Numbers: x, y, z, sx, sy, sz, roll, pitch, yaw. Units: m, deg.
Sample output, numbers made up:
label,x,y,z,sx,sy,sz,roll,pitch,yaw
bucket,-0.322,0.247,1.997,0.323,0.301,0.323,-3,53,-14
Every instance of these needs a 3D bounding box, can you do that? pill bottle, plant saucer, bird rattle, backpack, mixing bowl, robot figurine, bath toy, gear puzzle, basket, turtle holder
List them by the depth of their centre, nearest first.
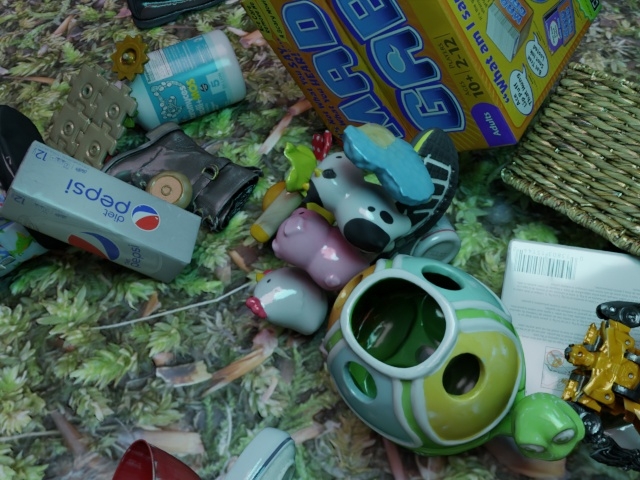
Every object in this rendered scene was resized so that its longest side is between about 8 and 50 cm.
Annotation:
label,x,y,z,sx,sy,sz,roll,pitch,yaw
robot figurine,0.430,0.201,0.804,0.291,0.085,0.211,26,77,7
mixing bowl,-0.198,0.347,0.815,0.098,0.181,0.182,21,48,-28
turtle holder,0.137,0.160,0.820,0.243,0.227,0.320,-29,59,6
bath toy,0.000,0.000,0.919,0.129,0.348,0.151,0,48,-40
basket,0.475,-0.102,1.019,0.299,0.213,0.223,38,101,42
pill bottle,0.155,-0.034,1.070,0.087,0.087,0.160,-21,54,-7
bird rattle,-0.041,-0.088,1.088,0.207,0.143,0.253,-44,14,11
backpack,-0.635,-0.040,1.107,0.355,0.273,0.290,-32,71,9
plant saucer,-0.262,-0.084,1.129,0.083,0.015,0.084,0,75,2
gear puzzle,-0.409,-0.226,1.216,0.175,0.044,0.339,36,103,23
pill bottle,-0.290,-0.304,1.295,0.264,0.146,0.146,-22,54,-7

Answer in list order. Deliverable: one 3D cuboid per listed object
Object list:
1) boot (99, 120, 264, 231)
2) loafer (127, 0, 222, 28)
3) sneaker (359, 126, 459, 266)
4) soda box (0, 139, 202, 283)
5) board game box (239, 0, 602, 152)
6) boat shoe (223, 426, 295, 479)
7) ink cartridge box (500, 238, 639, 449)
label,x,y,z,sx,sy,sz,roll,pitch,yaw
boot,-0.259,-0.085,1.172,0.229,0.091,0.263,36,73,20
loafer,-0.310,-0.598,1.543,0.302,0.095,0.109,-30,56,-14
sneaker,0.097,-0.039,0.990,0.121,0.111,0.300,48,116,47
soda box,-0.341,-0.037,1.044,0.286,0.091,0.098,25,51,-24
board game box,0.169,-0.385,1.076,0.356,0.357,0.356,0,45,51
boat shoe,-0.076,0.408,0.753,0.156,0.136,0.367,16,61,19
ink cartridge box,0.395,0.148,0.919,0.296,0.066,0.261,9,81,15
